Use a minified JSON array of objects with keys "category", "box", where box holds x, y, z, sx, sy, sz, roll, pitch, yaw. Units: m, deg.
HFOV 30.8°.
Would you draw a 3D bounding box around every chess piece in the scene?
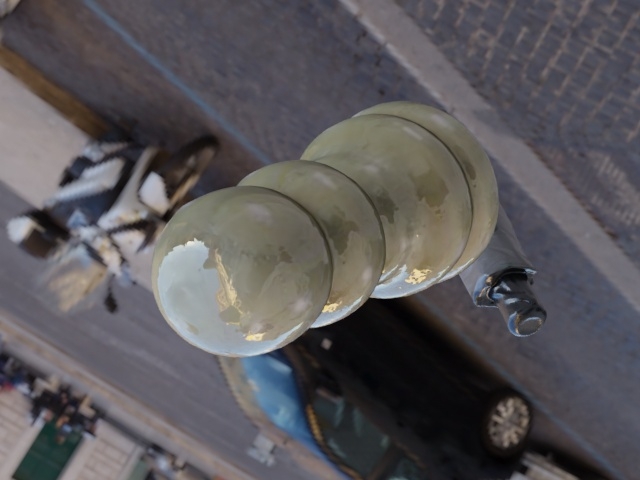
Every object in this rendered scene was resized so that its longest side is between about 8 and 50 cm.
[{"category":"chess piece","box":[0.000,0.000,0.867,0.167,0.300,0.167,12,112,30]}]

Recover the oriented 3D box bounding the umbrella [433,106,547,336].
[{"category":"umbrella","box":[0.156,-0.028,1.233,0.073,0.337,0.067,-4,132,-16]}]
